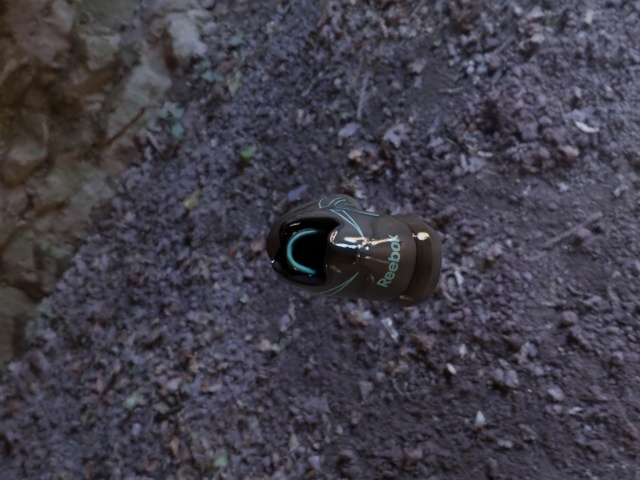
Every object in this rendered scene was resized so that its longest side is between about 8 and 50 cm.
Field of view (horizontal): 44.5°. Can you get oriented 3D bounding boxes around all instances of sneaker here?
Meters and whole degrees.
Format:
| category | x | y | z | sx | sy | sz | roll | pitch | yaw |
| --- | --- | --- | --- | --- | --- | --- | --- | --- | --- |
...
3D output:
| category | x | y | z | sx | sy | sz | roll | pitch | yaw |
| --- | --- | --- | --- | --- | --- | --- | --- | --- | --- |
| sneaker | 0.000 | 0.000 | 0.729 | 0.267 | 0.106 | 0.101 | 5 | 88 | 62 |
